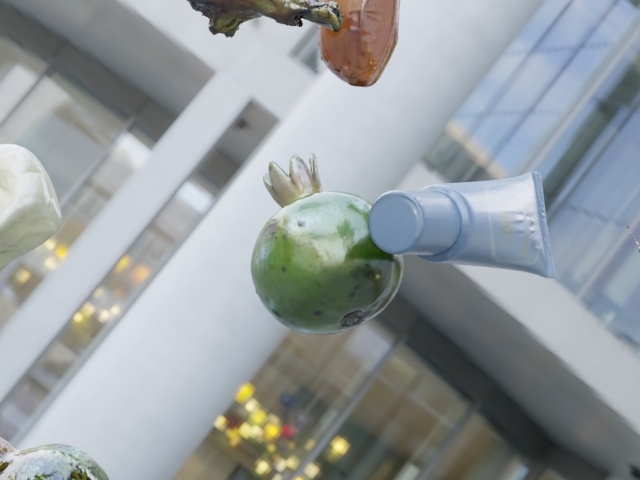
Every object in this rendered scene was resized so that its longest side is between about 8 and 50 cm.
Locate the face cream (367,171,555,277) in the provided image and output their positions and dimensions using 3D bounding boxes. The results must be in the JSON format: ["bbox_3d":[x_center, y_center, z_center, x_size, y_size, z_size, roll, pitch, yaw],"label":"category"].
[{"bbox_3d":[0.181,-0.020,1.766,0.086,0.136,0.385,-11,-6,33],"label":"face cream"}]

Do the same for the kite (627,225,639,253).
[{"bbox_3d":[0.354,0.096,1.518,0.189,0.009,0.232,-108,176,-72],"label":"kite"}]

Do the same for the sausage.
[{"bbox_3d":[0.041,-0.249,1.581,0.089,0.179,0.089,6,3,0],"label":"sausage"}]

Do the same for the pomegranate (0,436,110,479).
[{"bbox_3d":[-0.433,0.381,2.183,0.276,0.204,0.222,16,21,19],"label":"pomegranate"}]

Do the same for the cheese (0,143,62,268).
[{"bbox_3d":[-0.453,-0.013,1.936,0.159,0.263,0.093,43,-16,32],"label":"cheese"}]

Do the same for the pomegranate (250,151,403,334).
[{"bbox_3d":[-0.002,0.001,1.824,0.187,0.187,0.225,63,7,-68],"label":"pomegranate"}]

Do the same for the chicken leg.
[{"bbox_3d":[-0.059,-0.236,1.532,0.178,0.070,0.093,14,-51,18],"label":"chicken leg"}]
